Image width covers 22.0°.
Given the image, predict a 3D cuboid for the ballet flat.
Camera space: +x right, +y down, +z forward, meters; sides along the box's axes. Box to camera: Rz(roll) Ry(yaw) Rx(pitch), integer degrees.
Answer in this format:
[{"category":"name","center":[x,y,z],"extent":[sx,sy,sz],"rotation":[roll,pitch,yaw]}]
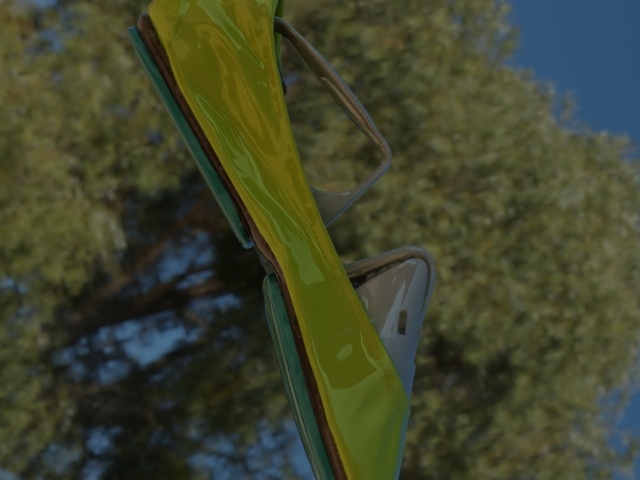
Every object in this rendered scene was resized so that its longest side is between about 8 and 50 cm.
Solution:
[{"category":"ballet flat","center":[0.000,0.000,0.640],"extent":[0.077,0.077,0.231],"rotation":[109,-42,-84]}]
